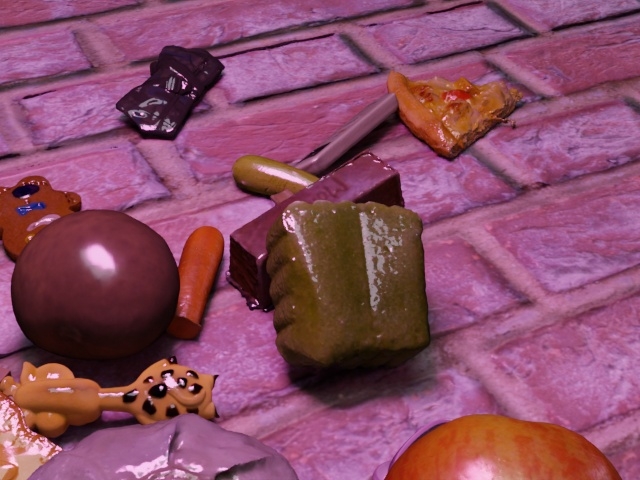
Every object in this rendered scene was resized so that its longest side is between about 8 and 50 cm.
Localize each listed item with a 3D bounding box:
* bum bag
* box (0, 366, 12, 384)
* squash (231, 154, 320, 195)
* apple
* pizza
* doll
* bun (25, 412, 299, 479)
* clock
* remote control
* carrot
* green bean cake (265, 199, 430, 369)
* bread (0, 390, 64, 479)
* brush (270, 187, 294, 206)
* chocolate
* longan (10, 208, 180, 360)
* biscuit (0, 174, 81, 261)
[{"bbox_3d":[-0.304,-0.310,1.913,0.137,0.074,0.310,20,42,4],"label":"bum bag"},{"bbox_3d":[-0.476,0.206,1.311,0.053,0.024,0.083,17,43,16],"label":"box"},{"bbox_3d":[-0.067,-0.104,1.690,0.201,0.066,0.066,19,42,13],"label":"squash"},{"bbox_3d":[0.199,0.331,1.031,0.302,0.301,0.301,2,40,-2],"label":"apple"},{"bbox_3d":[0.287,-0.288,1.928,0.288,0.075,0.280,-18,45,-24],"label":"pizza"},{"bbox_3d":[-0.282,0.215,1.268,0.291,0.086,0.117,-1,58,-8],"label":"doll"},{"bbox_3d":[-0.166,0.342,1.027,0.362,0.211,0.362,7,42,-7],"label":"bun"},{"bbox_3d":[0.145,0.291,1.237,0.110,0.050,0.153,31,47,29],"label":"clock"},{"bbox_3d":[0.050,-0.200,1.809,0.090,0.038,0.309,-18,19,47],"label":"remote control"},{"bbox_3d":[-0.195,0.055,1.482,0.067,0.067,0.225,5,41,2],"label":"carrot"},{"bbox_3d":[0.041,0.069,1.368,0.222,0.125,0.248,2,68,-18],"label":"green bean cake"},{"bbox_3d":[-0.430,0.273,1.166,0.233,0.088,0.161,39,59,16],"label":"bread"},{"bbox_3d":[0.000,0.000,1.594,0.043,0.036,0.248,-28,56,-27],"label":"brush"},{"bbox_3d":[-0.009,-0.024,1.516,0.321,0.112,0.112,-33,55,-23],"label":"chocolate"},{"bbox_3d":[-0.317,0.069,1.341,0.248,0.248,0.248,2,40,-2],"label":"longan"},{"bbox_3d":[-0.482,-0.035,1.596,0.180,0.039,0.236,-22,48,-30],"label":"biscuit"}]
